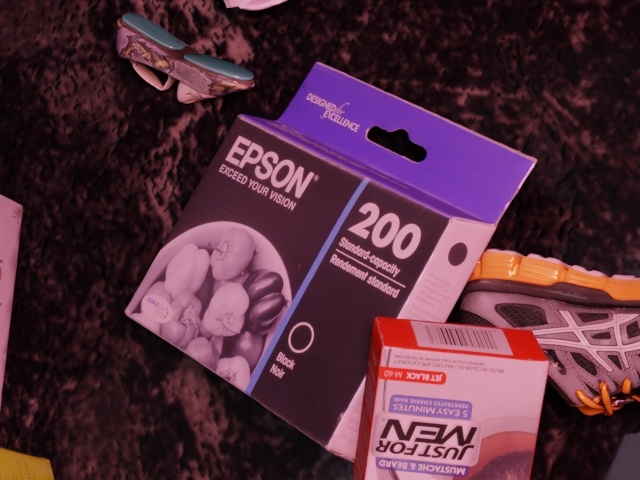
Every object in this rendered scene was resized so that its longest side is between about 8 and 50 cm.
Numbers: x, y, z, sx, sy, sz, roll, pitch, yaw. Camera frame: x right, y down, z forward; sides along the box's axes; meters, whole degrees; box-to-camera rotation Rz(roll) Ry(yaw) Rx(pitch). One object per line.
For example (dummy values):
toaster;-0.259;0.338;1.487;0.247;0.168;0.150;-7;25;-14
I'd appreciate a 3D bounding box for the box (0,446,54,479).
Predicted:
box;-0.212;0.175;1.034;0.042;0.178;0.109;-21;69;15

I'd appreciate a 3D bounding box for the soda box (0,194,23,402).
soda box;-0.255;0.071;1.136;0.069;0.074;0.216;-2;75;21

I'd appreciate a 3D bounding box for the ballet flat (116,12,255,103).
ballet flat;-0.093;-0.114;1.150;0.114;0.041;0.041;29;87;26

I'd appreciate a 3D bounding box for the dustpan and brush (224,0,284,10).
dustpan and brush;0.014;-0.252;1.138;0.211;0.060;0.147;-33;62;17

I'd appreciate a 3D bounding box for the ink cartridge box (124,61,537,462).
ink cartridge box;0.000;0.000;1.043;0.206;0.045;0.208;28;87;43

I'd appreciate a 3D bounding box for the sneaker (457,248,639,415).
sneaker;0.173;0.063;0.973;0.215;0.084;0.083;9;78;34

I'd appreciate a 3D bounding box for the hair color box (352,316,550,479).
hair color box;0.066;0.132;0.952;0.093;0.053;0.167;5;107;-5
